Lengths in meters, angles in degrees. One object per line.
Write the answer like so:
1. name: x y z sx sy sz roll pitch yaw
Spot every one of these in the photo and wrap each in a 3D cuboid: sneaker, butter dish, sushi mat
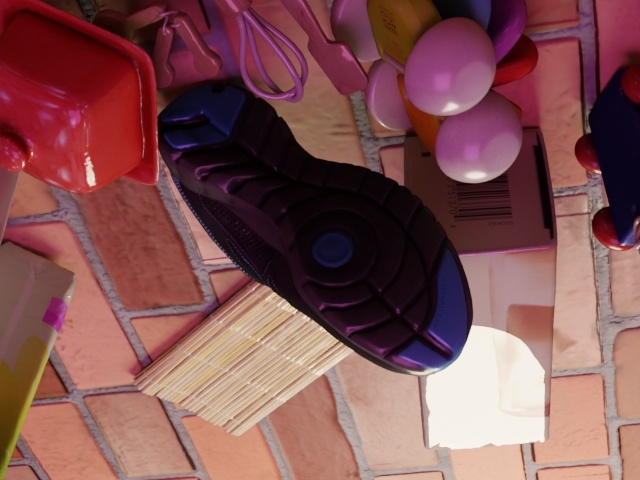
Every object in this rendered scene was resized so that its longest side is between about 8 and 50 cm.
1. sneaker: 0.000 0.000 1.095 0.125 0.341 0.139 -36 149 -17
2. butter dish: -0.222 -0.100 1.065 0.160 0.118 0.160 25 140 16
3. sushi mat: -0.058 0.115 1.399 0.151 0.019 0.316 28 132 -27

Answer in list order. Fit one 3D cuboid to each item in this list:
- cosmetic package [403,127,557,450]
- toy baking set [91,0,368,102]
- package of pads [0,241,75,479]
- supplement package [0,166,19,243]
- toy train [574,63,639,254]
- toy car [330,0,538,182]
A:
1. cosmetic package: 0.150 0.053 1.221 0.129 0.153 0.296 -4 139 4
2. toy baking set: -0.084 -0.193 1.006 0.256 0.030 0.196 11 138 17
3. package of pads: -0.356 0.179 1.277 0.101 0.296 0.229 28 133 -14
4. supplement package: -0.412 -0.041 1.142 0.203 0.149 0.194 -25 131 27
5. toy train: 0.306 -0.024 1.058 0.143 0.248 0.105 10 138 -16
6. toy car: 0.106 -0.146 1.024 0.136 0.159 0.182 -38 133 -8
